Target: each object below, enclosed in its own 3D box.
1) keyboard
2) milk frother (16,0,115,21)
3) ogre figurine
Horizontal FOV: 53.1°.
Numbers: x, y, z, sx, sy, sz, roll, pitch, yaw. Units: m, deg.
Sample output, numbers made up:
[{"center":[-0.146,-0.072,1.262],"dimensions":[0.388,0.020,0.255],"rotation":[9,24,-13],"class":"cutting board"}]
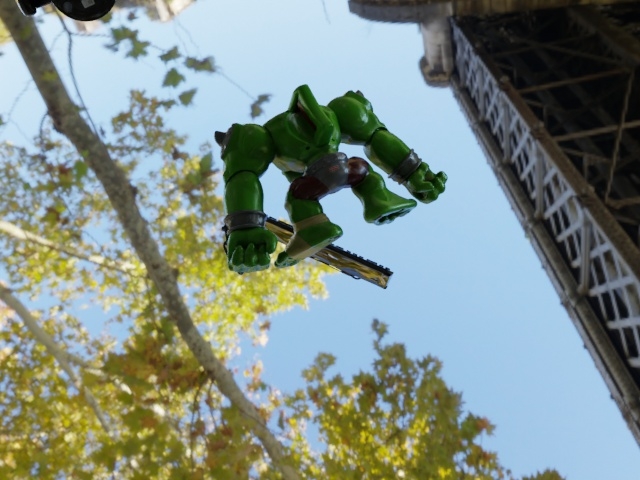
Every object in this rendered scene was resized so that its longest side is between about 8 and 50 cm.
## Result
[{"center":[0.000,0.000,0.768],"dimensions":[0.192,0.100,0.038],"rotation":[25,-104,7],"class":"keyboard"},{"center":[-0.336,-0.360,0.817],"dimensions":[0.129,0.143,0.135],"rotation":[-11,-153,-20],"class":"milk frother"},{"center":[0.001,-0.057,0.519],"dimensions":[0.197,0.118,0.097],"rotation":[-24,171,-4],"class":"ogre figurine"}]
